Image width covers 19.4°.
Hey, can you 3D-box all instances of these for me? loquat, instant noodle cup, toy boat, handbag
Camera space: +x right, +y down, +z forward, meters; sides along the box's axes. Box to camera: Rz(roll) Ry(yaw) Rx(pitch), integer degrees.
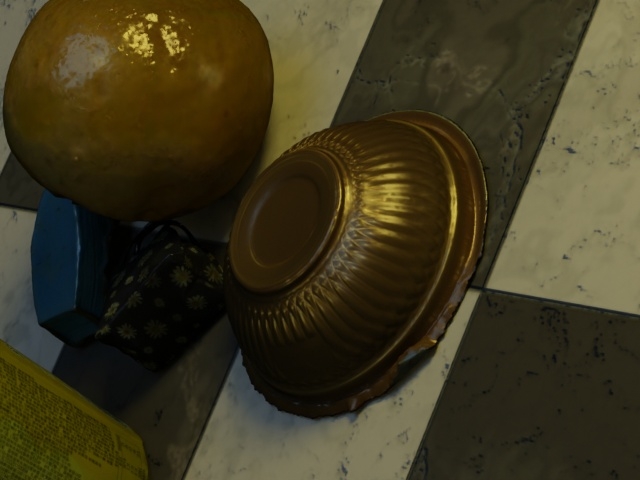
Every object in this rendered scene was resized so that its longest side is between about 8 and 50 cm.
[{"bbox_3d":[-0.155,-0.135,1.626,0.244,0.244,0.244,-28,47,34],"label":"loquat"},{"bbox_3d":[0.000,0.000,1.475,0.274,0.091,0.274,-28,48,35],"label":"instant noodle cup"},{"bbox_3d":[-0.219,0.008,1.744,0.075,0.077,0.185,-26,57,34],"label":"toy boat"},{"bbox_3d":[-0.147,0.028,1.638,0.115,0.072,0.139,-46,34,19],"label":"handbag"},{"bbox_3d":[-0.284,0.206,1.563,0.264,0.200,0.264,-28,46,34],"label":"instant noodle cup"}]
